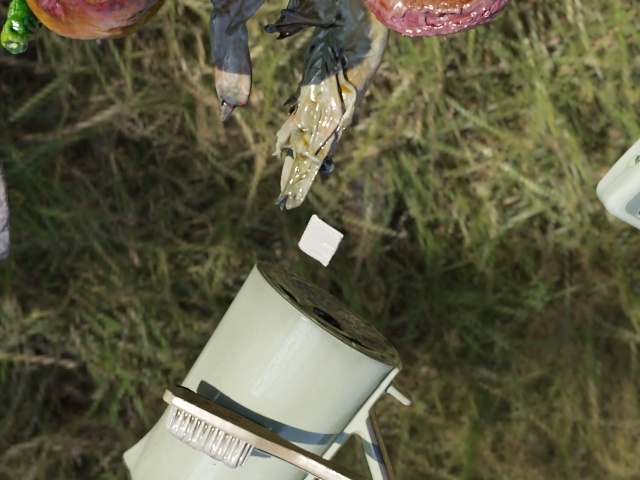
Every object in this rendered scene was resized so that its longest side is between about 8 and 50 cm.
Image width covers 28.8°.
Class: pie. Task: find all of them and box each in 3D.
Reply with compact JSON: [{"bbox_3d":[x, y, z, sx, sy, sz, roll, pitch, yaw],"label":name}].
[{"bbox_3d":[0.121,-0.282,1.259,0.182,0.182,0.050,-17,149,2],"label":"pie"}]

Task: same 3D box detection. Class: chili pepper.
[{"bbox_3d":[-0.444,-0.357,1.809,0.073,0.182,0.050,-6,159,-40],"label":"chili pepper"}]

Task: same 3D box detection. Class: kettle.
[{"bbox_3d":[-0.048,0.282,1.814,0.377,0.361,0.250,-55,180,8],"label":"kettle"}]

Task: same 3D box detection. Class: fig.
[{"bbox_3d":[-0.186,-0.297,1.133,0.159,0.257,0.159,13,145,9],"label":"fig"}]

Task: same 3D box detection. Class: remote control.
[{"bbox_3d":[0.451,-0.039,1.427,0.296,0.056,0.140,24,121,-35],"label":"remote control"}]

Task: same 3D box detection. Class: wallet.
[{"bbox_3d":[0.000,0.000,1.431,0.011,0.044,0.083,-52,175,-26],"label":"wallet"}]

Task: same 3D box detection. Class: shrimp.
[{"bbox_3d":[-0.028,-0.209,1.423,0.246,0.085,0.360,-1,106,-37],"label":"shrimp"}]

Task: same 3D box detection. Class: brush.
[{"bbox_3d":[-0.067,0.286,1.645,0.327,0.065,0.070,24,-177,8],"label":"brush"}]

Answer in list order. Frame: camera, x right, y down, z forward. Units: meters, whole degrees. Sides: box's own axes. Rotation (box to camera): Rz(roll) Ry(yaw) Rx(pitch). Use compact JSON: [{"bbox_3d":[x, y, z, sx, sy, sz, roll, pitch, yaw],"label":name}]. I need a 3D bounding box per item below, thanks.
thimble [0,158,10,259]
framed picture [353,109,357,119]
[{"bbox_3d":[-0.473,-0.040,1.677,0.097,0.150,0.150,-6,149,-19],"label":"thimble"},{"bbox_3d":[0.061,-0.331,2.139,0.010,0.195,0.199,2,164,5],"label":"framed picture"}]
